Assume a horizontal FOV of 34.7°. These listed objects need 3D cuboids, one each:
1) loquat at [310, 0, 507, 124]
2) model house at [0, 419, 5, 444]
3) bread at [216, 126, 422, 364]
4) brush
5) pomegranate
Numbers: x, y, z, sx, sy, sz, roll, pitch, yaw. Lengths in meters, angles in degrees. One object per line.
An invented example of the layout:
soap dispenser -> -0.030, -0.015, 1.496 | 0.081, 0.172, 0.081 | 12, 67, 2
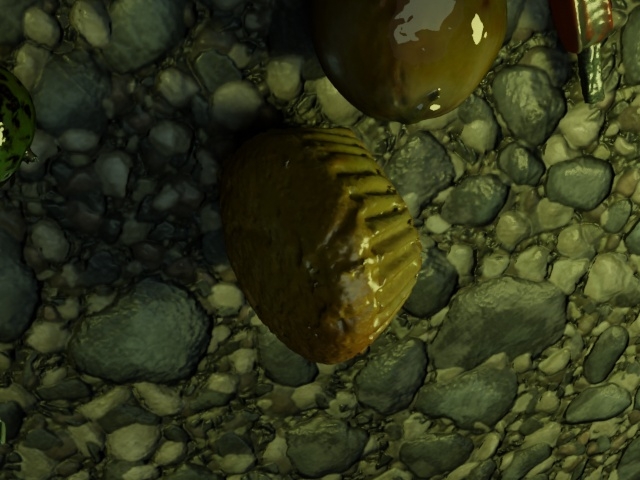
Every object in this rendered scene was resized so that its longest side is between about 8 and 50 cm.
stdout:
loquat -> 0.080, -0.215, 0.909 | 0.179, 0.179, 0.227 | -9, 122, -17
model house -> -0.428, 0.258, 0.937 | 0.215, 0.224, 0.198 | -21, 155, 30
bread -> -0.002, 0.003, 0.986 | 0.139, 0.240, 0.240 | -16, 127, -29
brush -> 0.251, -0.268, 1.012 | 0.051, 0.070, 0.323 | -26, 131, -3
pomegranate -> -0.315, -0.102, 0.867 | 0.161, 0.122, 0.122 | 17, 117, 0
